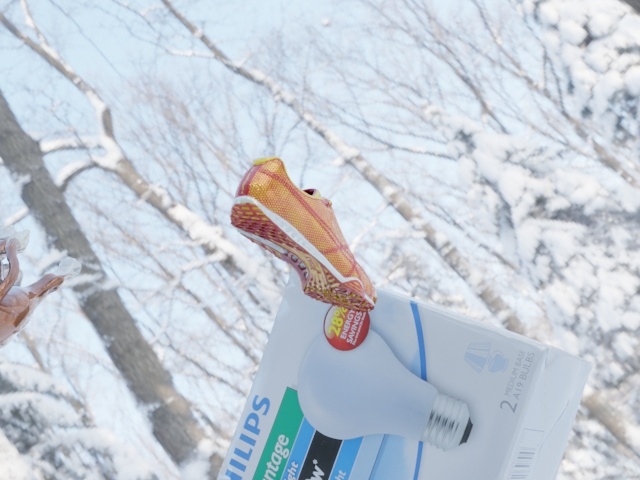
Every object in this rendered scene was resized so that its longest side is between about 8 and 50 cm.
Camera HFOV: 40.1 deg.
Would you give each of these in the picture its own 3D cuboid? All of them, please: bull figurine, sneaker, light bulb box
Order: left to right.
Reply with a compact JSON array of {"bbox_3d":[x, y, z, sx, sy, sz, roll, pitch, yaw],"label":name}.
[{"bbox_3d":[-0.373,0.082,0.816,0.310,0.101,0.188,-20,19,23],"label":"bull figurine"},{"bbox_3d":[0.000,0.000,0.684,0.175,0.064,0.067,50,-128,-42],"label":"sneaker"},{"bbox_3d":[0.100,0.254,1.123,0.225,0.360,0.358,25,-97,-57],"label":"light bulb box"}]
